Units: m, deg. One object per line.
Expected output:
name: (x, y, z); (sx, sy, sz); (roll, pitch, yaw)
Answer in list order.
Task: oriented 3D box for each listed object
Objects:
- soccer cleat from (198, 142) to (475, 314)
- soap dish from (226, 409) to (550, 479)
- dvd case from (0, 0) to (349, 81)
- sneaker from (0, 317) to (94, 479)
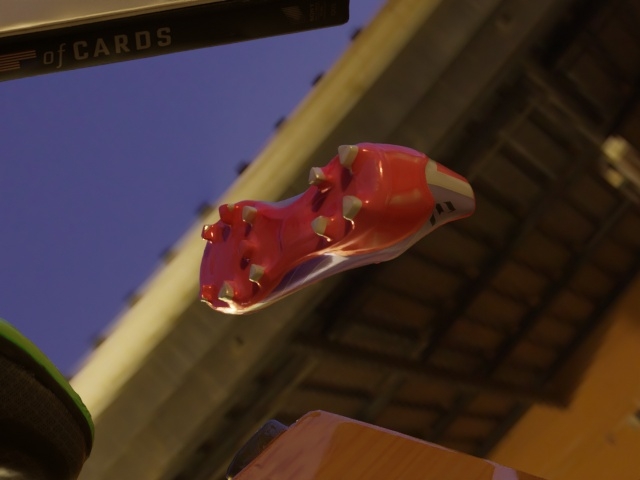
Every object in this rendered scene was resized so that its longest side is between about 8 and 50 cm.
soccer cleat: (0.000, 0.000, 1.117); (0.095, 0.083, 0.248); (12, -24, -29)
soap dish: (-0.063, 0.192, 0.465); (0.291, 0.118, 0.229); (-54, -9, 35)
dvd case: (-0.125, -0.133, 0.682); (0.239, 0.179, 0.029); (-11, -42, -9)
sneaker: (-0.343, 0.137, 1.086); (0.185, 0.202, 0.483); (-36, -31, 27)
